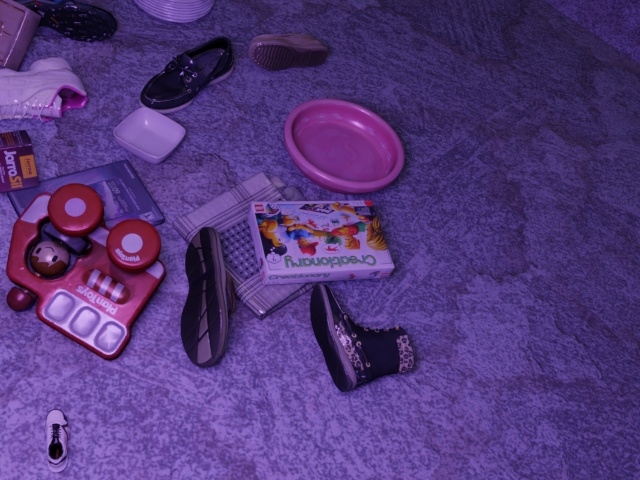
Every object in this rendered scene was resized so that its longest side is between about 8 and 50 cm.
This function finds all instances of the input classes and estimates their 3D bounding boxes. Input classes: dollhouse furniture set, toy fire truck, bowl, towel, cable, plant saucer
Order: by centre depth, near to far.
[{"bbox_3d":[-0.459,0.055,1.239,0.302,0.169,0.254,32,67,-5],"label":"toy fire truck"},{"bbox_3d":[-0.845,-0.534,1.418,0.256,0.362,0.394,25,4,0],"label":"dollhouse furniture set"},{"bbox_3d":[-0.119,-0.007,1.484,0.312,0.056,0.324,45,51,17],"label":"towel"},{"bbox_3d":[-0.415,-0.248,1.571,0.142,0.053,0.142,28,49,4],"label":"bowl"},{"bbox_3d":[0.057,-0.241,1.720,0.331,0.084,0.332,10,49,-12],"label":"plant saucer"},{"bbox_3d":[-0.447,-0.770,1.958,0.257,0.089,0.257,44,51,16],"label":"cable"}]

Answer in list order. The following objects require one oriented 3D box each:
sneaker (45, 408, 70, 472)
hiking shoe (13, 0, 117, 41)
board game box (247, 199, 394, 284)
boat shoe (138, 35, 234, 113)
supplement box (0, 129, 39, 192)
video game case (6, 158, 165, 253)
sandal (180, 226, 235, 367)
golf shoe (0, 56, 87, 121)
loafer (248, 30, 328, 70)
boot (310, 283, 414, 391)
[{"bbox_3d":[-0.446,0.334,1.095,0.040,0.044,0.109,-6,53,-22],"label":"sneaker"},{"bbox_3d":[-0.702,-0.624,1.730,0.303,0.113,0.132,5,52,-17],"label":"hiking shoe"},{"bbox_3d":[0.000,0.000,1.465,0.305,0.053,0.193,-3,58,-22],"label":"board game box"},{"bbox_3d":[-0.349,-0.454,1.722,0.127,0.113,0.340,41,50,14],"label":"boat shoe"},{"bbox_3d":[-0.697,-0.157,1.342,0.188,0.104,0.081,-14,37,-26],"label":"supplement box"},{"bbox_3d":[-0.511,-0.074,1.414,0.274,0.026,0.196,-21,62,-33],"label":"video game case"},{"bbox_3d":[-0.216,0.110,1.316,0.086,0.120,0.303,29,46,-43],"label":"sandal"},{"bbox_3d":[-0.688,-0.331,1.502,0.140,0.115,0.306,44,52,13],"label":"golf shoe"},{"bbox_3d":[-0.105,-0.570,1.923,0.268,0.102,0.092,-7,53,-36],"label":"loafer"},{"bbox_3d":[0.085,0.195,1.377,0.178,0.085,0.237,-6,61,-27],"label":"boot"}]
